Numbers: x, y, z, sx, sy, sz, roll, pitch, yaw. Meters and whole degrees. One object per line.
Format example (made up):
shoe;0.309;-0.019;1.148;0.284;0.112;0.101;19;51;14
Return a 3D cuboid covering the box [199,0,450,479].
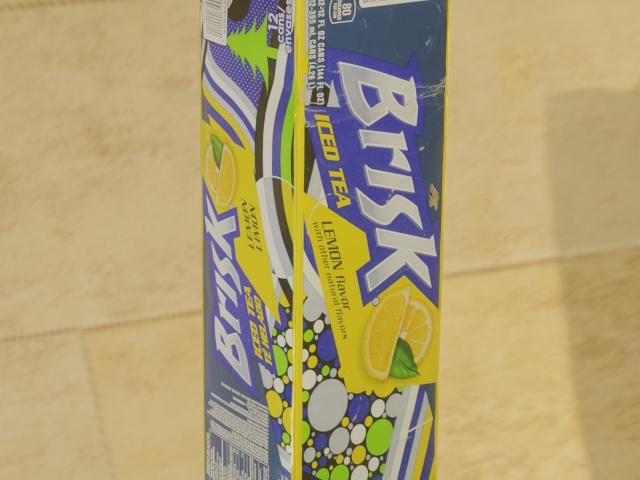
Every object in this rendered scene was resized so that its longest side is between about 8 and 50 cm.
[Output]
box;0.000;0.000;0.575;0.059;0.054;0.169;-12;111;-35
